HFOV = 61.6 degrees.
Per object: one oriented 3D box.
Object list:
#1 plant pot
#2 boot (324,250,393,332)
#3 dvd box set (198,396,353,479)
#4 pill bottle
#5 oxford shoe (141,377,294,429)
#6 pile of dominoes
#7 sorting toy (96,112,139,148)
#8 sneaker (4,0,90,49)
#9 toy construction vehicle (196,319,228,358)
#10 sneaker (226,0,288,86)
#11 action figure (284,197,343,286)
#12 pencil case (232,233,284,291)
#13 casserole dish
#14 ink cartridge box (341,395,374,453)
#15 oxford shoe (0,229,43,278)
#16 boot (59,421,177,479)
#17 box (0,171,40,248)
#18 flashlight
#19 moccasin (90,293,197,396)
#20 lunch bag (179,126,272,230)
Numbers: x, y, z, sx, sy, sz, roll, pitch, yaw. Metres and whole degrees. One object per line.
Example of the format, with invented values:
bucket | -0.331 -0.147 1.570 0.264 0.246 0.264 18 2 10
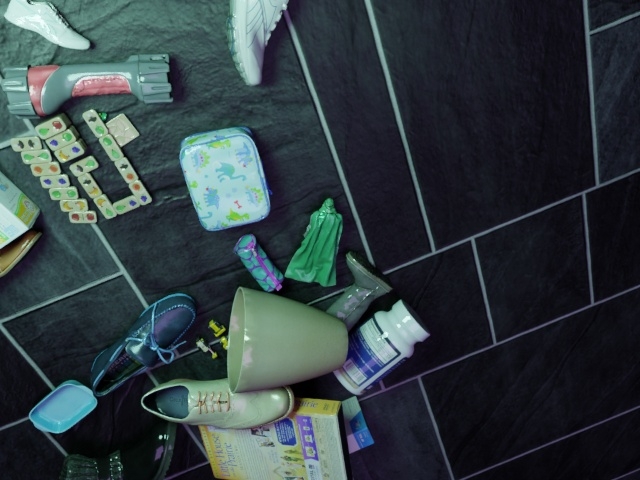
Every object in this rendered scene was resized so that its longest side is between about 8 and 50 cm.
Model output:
plant pot | -0.078 0.252 1.349 0.274 0.256 0.257 5 116 -17
boot | 0.071 0.148 1.441 0.208 0.076 0.189 -40 117 17
dvd box set | -0.130 0.567 1.508 0.420 0.062 0.308 -1 116 17
pill bottle | 0.162 0.291 1.482 0.264 0.153 0.153 -40 119 10
oxford shoe | -0.266 0.423 1.376 0.396 0.146 0.141 -7 78 14
pile of dominoes | -0.513 -0.144 1.153 0.196 0.040 0.251 -23 120 5
sorting toy | -0.435 -0.244 1.141 0.062 0.012 0.083 -29 122 5
sneaker | -0.508 -0.411 1.013 0.152 0.054 0.061 23 108 -22
toy construction vehicle | -0.286 0.264 1.438 0.086 0.035 0.098 -41 122 -3
sneaker | -0.121 -0.453 1.052 0.129 0.111 0.297 -6 120 -16
action figure | 0.000 0.000 1.341 0.137 0.063 0.232 8 119 -15
pencil case | -0.152 0.058 1.334 0.064 0.070 0.152 -44 123 -16
casserole dish | -0.684 0.439 1.435 0.188 0.037 0.114 -38 119 9
ink cartridge box | 0.029 0.581 1.616 0.231 0.134 0.078 -23 121 -1
oxford shoe | -0.713 0.037 1.196 0.212 0.076 0.076 -37 108 7
boot | -0.571 0.620 1.502 0.260 0.131 0.348 22 111 -22
box | -0.708 -0.086 1.110 0.114 0.103 0.203 -34 119 6
flashlight | -0.449 -0.299 1.061 0.304 0.103 0.103 -5 145 -11
moccasin | -0.439 0.279 1.358 0.342 0.117 0.137 -44 118 11
lunch bag | -0.208 -0.138 1.205 0.176 0.090 0.219 -15 120 -4
